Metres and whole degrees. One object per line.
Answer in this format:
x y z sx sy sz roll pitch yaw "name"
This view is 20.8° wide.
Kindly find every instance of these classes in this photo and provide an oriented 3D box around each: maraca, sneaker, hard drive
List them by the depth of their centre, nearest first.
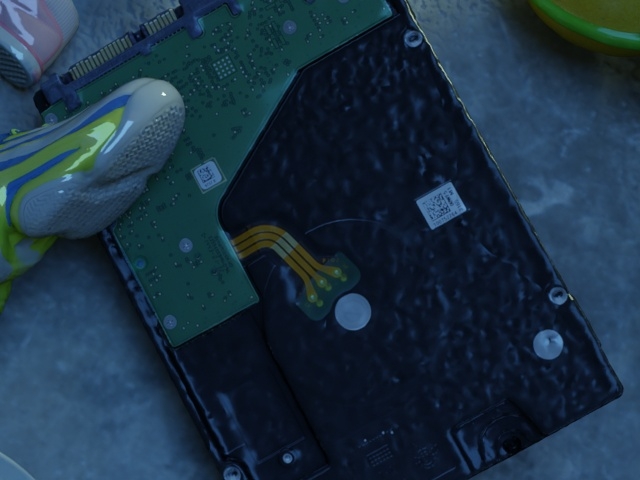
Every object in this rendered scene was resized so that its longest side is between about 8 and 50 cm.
-0.197 -0.037 1.019 0.240 0.091 0.126 -41 73 3 "sneaker"
0.000 0.000 1.054 0.237 0.064 0.339 -30 81 6 "hard drive"
-0.212 -0.164 1.111 0.134 0.051 0.070 42 66 -2 "sneaker"
0.214 -0.171 1.183 0.186 0.099 0.127 34 58 18 "maraca"

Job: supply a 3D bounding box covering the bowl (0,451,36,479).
-0.243 0.250 0.889 0.298 0.134 0.298 29 54 -51 "bowl"
